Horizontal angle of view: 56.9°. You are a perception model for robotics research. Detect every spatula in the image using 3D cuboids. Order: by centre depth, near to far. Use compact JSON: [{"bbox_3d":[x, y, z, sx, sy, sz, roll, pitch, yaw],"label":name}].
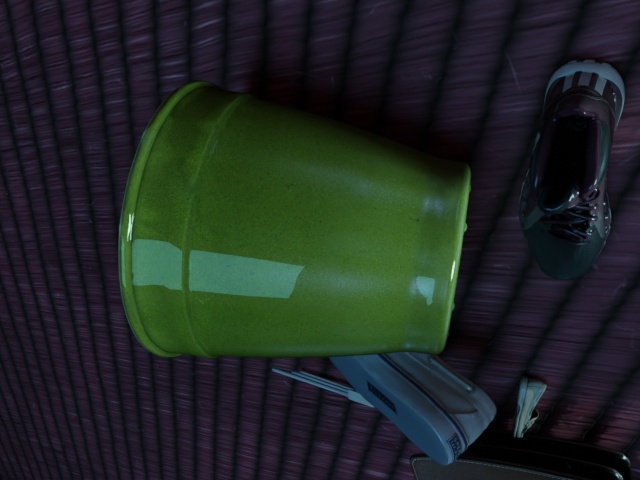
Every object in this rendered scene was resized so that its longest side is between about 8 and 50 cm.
[{"bbox_3d":[0.040,0.265,1.063,0.242,0.019,0.168,13,172,27],"label":"spatula"}]

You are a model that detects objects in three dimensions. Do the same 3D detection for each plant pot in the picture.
[{"bbox_3d":[0.000,0.000,0.753,0.353,0.366,0.366,9,127,13],"label":"plant pot"}]

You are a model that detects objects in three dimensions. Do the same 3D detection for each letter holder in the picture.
[{"bbox_3d":[0.322,0.381,0.946,0.302,0.152,0.214,-4,118,34],"label":"letter holder"}]

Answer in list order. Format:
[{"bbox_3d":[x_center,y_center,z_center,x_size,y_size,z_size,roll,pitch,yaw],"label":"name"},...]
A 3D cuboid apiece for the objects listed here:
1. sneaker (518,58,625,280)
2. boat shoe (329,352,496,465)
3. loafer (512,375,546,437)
[{"bbox_3d":[0.263,-0.042,0.655,0.107,0.162,0.281,8,126,27],"label":"sneaker"},{"bbox_3d":[0.125,0.172,0.928,0.367,0.157,0.135,35,148,47],"label":"boat shoe"},{"bbox_3d":[0.328,0.269,0.931,0.039,0.045,0.125,8,124,19],"label":"loafer"}]
